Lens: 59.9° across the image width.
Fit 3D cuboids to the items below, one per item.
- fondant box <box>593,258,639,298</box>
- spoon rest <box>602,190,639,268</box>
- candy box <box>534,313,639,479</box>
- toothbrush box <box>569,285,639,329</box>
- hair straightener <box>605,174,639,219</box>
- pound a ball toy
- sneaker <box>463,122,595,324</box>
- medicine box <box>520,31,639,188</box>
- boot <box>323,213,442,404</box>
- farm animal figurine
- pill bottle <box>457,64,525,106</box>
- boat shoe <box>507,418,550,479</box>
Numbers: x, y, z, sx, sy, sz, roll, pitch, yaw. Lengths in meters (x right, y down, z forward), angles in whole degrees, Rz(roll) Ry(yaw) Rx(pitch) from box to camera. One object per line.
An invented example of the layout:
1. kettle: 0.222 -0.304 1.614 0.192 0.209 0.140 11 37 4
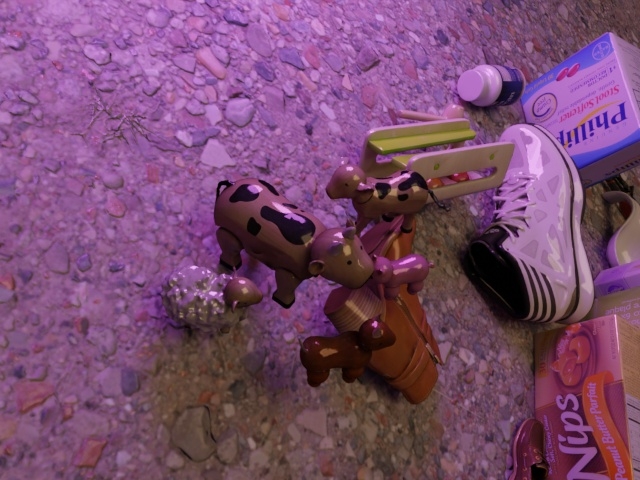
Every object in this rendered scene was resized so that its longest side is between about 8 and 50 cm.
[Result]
1. fondant box: 0.830 0.197 1.293 0.096 0.238 0.331 -30 90 -40
2. spoon rest: 0.811 -0.018 1.475 0.137 0.084 0.277 26 56 -26
3. candy box: 0.498 0.312 1.028 0.087 0.183 0.317 27 57 -24
4. toothbrush box: 0.631 0.250 1.141 0.122 0.206 0.283 36 54 -19
5. hair straightener: 0.871 -0.137 1.606 0.230 0.047 0.089 49 50 -4
6. pound a ball toy: 0.207 -0.158 1.064 0.319 0.136 0.208 -14 40 -34
7. sneaker: 0.407 -0.053 1.128 0.257 0.169 0.448 5 70 -38
8. medicine box: 0.671 -0.303 1.374 0.149 0.263 0.290 9 65 -33
9. boot: 0.138 0.099 0.905 0.220 0.109 0.283 48 42 -17
10. farm animal figurine: 0.000 0.000 0.729 0.326 0.172 0.331 19 55 4
11. pill bottle: 0.400 -0.364 1.308 0.169 0.094 0.094 -13 79 -39
12. boat shoe: 0.376 0.398 0.979 0.064 0.060 0.178 42 51 -15
